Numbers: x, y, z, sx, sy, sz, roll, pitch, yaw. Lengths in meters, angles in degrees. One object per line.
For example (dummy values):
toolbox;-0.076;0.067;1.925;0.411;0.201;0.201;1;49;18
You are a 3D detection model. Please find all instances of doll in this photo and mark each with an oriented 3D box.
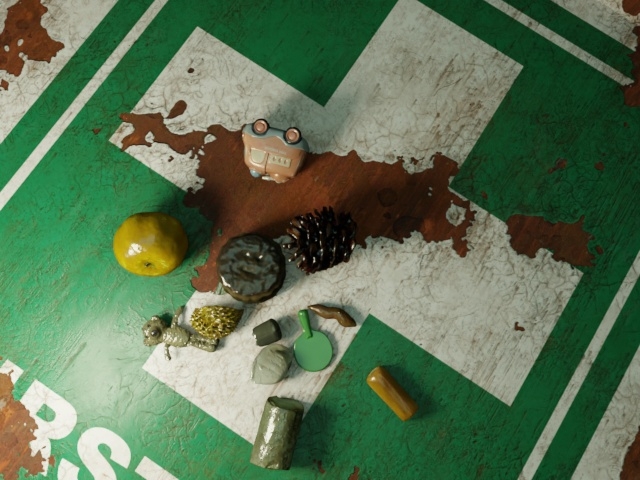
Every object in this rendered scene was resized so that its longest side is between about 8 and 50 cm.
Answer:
doll;-0.564;0.394;1.856;0.285;0.091;0.203;40;86;-2

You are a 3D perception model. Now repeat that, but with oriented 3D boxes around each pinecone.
pinecone;-0.005;-0.005;1.828;0.295;0.298;0.242;-18;105;-6

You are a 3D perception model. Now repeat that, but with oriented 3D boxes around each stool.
stool;-0.215;0.371;1.866;0.110;0.096;0.096;-25;83;-1

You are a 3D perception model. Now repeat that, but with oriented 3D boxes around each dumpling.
dumpling;-0.198;0.488;1.845;0.176;0.092;0.150;-18;89;-5

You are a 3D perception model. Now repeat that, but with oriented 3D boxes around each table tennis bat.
table tennis bat;-0.042;0.406;1.897;0.160;0.039;0.257;-15;87;-4

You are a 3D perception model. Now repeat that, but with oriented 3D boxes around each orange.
orange;-0.659;0.011;1.822;0.278;0.279;0.235;-7;53;-4

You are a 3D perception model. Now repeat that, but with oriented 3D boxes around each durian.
durian;-0.412;0.312;1.856;0.182;0.132;0.165;32;100;-19

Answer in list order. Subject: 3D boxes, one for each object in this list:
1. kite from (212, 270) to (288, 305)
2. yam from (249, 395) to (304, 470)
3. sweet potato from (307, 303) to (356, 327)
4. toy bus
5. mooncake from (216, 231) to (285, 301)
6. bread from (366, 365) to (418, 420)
kite;-0.302;0.141;1.937;0.322;0.013;0.268;-19;82;-7
yam;-0.165;0.744;1.779;0.161;0.161;0.268;15;78;0
sweet potato;0.050;0.299;1.907;0.218;0.051;0.065;23;83;1
toy bus;-0.195;-0.363;1.944;0.287;0.194;0.232;13;93;-1
mooncake;-0.275;0.105;1.859;0.290;0.161;0.291;1;79;-6
bread;0.292;0.613;1.858;0.092;0.074;0.239;-43;85;-13
